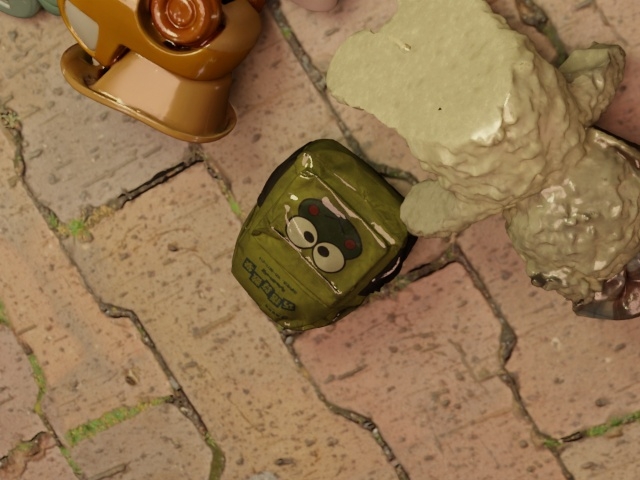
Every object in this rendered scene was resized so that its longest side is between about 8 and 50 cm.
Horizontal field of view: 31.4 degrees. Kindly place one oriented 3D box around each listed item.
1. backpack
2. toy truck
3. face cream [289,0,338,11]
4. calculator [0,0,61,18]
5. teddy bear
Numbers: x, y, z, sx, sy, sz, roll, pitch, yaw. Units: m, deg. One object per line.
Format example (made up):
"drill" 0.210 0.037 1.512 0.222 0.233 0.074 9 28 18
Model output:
"backpack" 0.000 0.000 1.485 0.207 0.140 0.253 43 124 3
"toy truck" -0.201 -0.279 1.426 0.288 0.204 0.211 33 118 6
"face cream" -0.011 -0.390 1.327 0.107 0.073 0.269 30 146 13
"calculator" -0.461 -0.384 1.524 0.295 0.042 0.184 26 155 5
"teddy bear" 0.244 -0.109 1.370 0.327 0.375 0.362 -48 132 11
